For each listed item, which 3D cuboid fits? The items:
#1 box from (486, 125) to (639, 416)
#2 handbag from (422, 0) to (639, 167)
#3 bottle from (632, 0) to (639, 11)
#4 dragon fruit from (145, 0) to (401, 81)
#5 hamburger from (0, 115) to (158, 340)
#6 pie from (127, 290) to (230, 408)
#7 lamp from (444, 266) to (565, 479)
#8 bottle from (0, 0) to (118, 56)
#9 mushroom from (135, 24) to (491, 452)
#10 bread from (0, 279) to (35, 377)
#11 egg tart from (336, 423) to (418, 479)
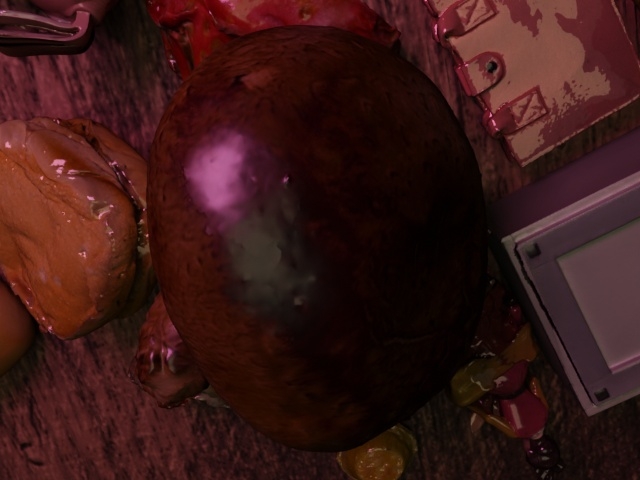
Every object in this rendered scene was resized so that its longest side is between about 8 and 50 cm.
[{"bbox_3d":[0.320,0.027,0.631,0.225,0.117,0.225,-29,106,9],"label":"box"},{"bbox_3d":[0.204,-0.196,0.588,0.157,0.059,0.212,-31,106,9],"label":"handbag"},{"bbox_3d":[0.435,-0.135,0.501,0.172,0.171,0.351,-36,86,10],"label":"bottle"},{"bbox_3d":[-0.069,-0.169,0.557,0.262,0.134,0.211,25,109,-8],"label":"dragon fruit"},{"bbox_3d":[-0.241,-0.018,0.580,0.214,0.108,0.213,10,107,33],"label":"hamburger"},{"bbox_3d":[-0.056,0.075,0.663,0.257,0.105,0.274,14,109,-20],"label":"pie"},{"bbox_3d":[0.194,0.150,0.674,0.118,0.118,0.253,-27,106,8],"label":"lamp"},{"bbox_3d":[-0.296,-0.291,0.490,0.297,0.173,0.206,29,81,-12],"label":"bottle"},{"bbox_3d":[0.020,0.004,0.490,0.239,0.345,0.345,30,108,23],"label":"mushroom"},{"bbox_3d":[-0.435,0.125,0.669,0.217,0.098,0.147,-39,108,12],"label":"bread"},{"bbox_3d":[0.072,0.270,0.749,0.105,0.039,0.105,-1,110,-2],"label":"egg tart"}]
